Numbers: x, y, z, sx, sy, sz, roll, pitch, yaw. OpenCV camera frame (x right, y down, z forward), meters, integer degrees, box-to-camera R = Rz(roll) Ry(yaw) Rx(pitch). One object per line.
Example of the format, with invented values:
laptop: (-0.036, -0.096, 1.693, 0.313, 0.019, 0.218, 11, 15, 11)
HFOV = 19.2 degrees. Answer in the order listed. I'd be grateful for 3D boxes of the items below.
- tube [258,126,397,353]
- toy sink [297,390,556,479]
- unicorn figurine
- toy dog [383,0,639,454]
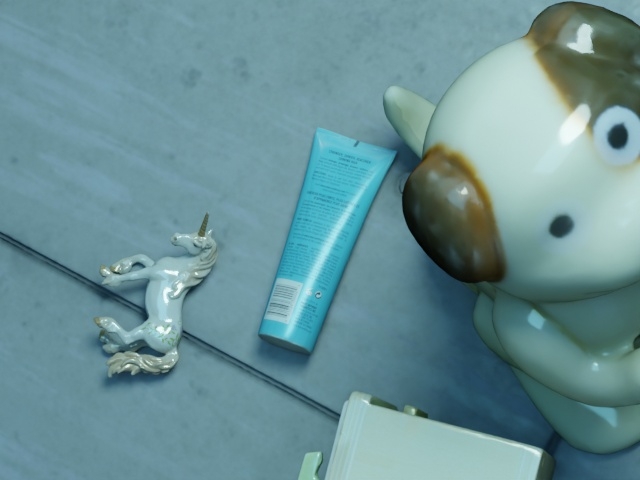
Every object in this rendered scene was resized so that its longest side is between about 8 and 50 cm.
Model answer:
tube: (0.000, 0.000, 1.744, 0.080, 0.052, 0.207, 18, 79, 9)
toy sink: (0.073, 0.209, 1.636, 0.234, 0.153, 0.131, 13, 83, 14)
unicorn figurine: (-0.152, 0.048, 1.764, 0.111, 0.060, 0.162, 3, 97, 11)
toy dog: (0.209, -0.043, 1.521, 0.284, 0.408, 0.395, -40, 75, 2)
